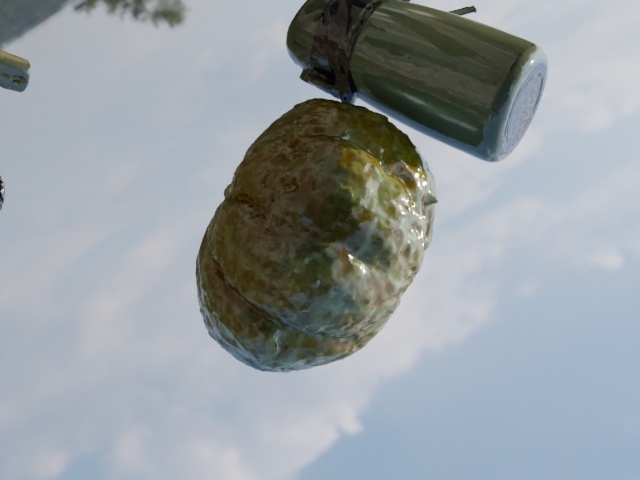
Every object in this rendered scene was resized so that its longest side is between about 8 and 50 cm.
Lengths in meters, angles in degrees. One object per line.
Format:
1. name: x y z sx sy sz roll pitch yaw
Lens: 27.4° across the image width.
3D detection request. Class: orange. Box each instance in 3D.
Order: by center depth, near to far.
1. orange: 0.000 0.000 1.657 0.369 0.271 0.210 -62 -172 -4

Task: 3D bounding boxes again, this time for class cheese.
1. cheese: -0.557 -0.294 2.102 0.065 0.194 0.043 -48 -152 44

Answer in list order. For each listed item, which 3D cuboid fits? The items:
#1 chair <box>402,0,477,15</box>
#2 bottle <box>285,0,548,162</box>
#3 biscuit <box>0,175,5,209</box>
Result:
1. chair: 0.105 -0.404 2.188 0.274 0.190 0.203 -23 -125 0
2. bottle: 0.119 -0.237 1.757 0.347 0.168 0.168 24 -131 21
3. biscuit: -0.545 -0.061 1.867 0.194 0.053 0.194 -4 -136 4
